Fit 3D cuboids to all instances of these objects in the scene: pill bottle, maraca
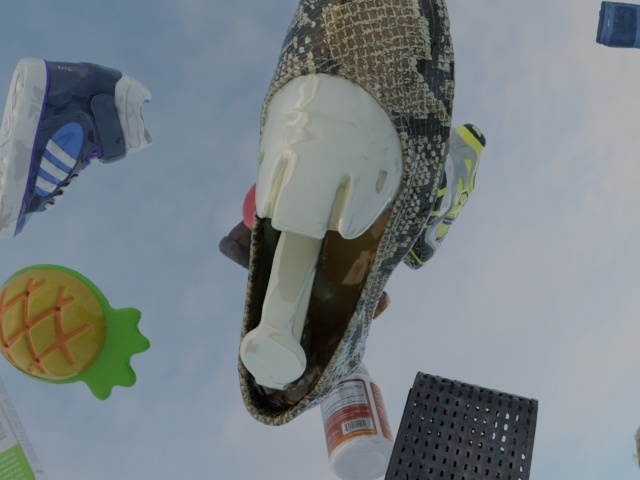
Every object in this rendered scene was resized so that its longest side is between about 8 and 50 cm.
[{"bbox_3d":[0.063,0.326,1.269,0.121,0.216,0.121,-4,-55,-6],"label":"pill bottle"},{"bbox_3d":[-0.275,0.098,0.742,0.099,0.186,0.127,-8,-60,-79],"label":"maraca"}]

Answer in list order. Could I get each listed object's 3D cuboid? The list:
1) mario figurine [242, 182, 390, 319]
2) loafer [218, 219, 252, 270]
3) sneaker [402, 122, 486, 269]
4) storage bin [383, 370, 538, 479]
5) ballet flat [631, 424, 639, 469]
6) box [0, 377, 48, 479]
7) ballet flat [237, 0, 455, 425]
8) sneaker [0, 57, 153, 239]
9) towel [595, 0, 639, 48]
[{"bbox_3d":[-0.017,0.023,1.228,0.198,0.170,0.320,-33,-96,-43],"label":"mario figurine"},{"bbox_3d":[-0.030,0.051,1.381,0.366,0.134,0.130,33,-94,-39],"label":"loafer"},{"bbox_3d":[0.206,-0.066,1.240,0.147,0.145,0.384,-34,-15,-18],"label":"sneaker"},{"bbox_3d":[0.080,0.191,0.439,0.122,0.085,0.180,85,-158,-44],"label":"storage bin"},{"bbox_3d":[0.462,0.258,0.886,0.349,0.123,0.123,12,-80,-62],"label":"ballet flat"},{"bbox_3d":[-0.614,0.308,1.096,0.232,0.321,0.058,-30,-16,-8],"label":"box"},{"bbox_3d":[0.000,0.000,0.605,0.182,0.164,0.482,-53,-20,-49],"label":"ballet flat"},{"bbox_3d":[-0.392,-0.132,1.115,0.236,0.130,0.322,4,-58,-37],"label":"sneaker"},{"bbox_3d":[0.428,-0.281,0.899,0.029,0.120,0.067,76,-155,-69],"label":"towel"}]
